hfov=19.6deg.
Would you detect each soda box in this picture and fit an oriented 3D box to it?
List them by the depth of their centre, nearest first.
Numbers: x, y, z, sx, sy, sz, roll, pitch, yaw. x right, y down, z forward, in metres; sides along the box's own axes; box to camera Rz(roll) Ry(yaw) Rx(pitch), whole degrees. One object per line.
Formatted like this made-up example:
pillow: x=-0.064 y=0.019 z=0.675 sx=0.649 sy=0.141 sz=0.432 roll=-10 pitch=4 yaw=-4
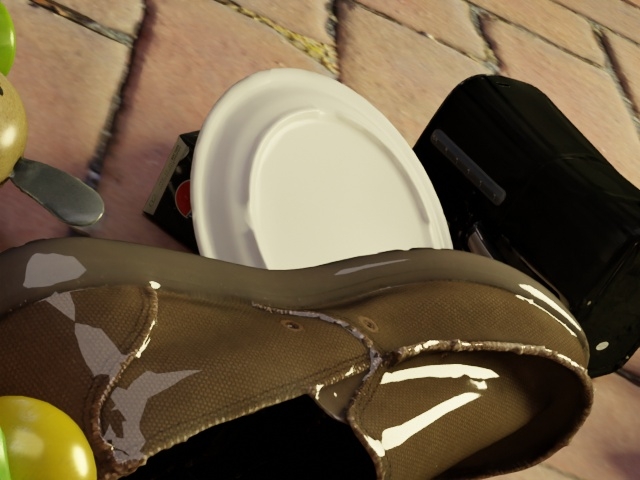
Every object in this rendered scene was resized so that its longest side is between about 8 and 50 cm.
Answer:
soda box: x=-0.034 y=-0.039 z=1.128 sx=0.053 sy=0.060 sz=0.169 roll=36 pitch=24 yaw=18

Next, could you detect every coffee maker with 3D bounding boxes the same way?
coffee maker: x=0.158 y=-0.027 z=1.187 sx=0.178 sy=0.171 sz=0.120 roll=50 pitch=3 yaw=35

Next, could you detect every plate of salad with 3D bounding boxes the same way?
plate of salad: x=0.000 y=0.000 z=1.033 sx=0.200 sy=0.048 sz=0.199 roll=20 pitch=59 yaw=-37

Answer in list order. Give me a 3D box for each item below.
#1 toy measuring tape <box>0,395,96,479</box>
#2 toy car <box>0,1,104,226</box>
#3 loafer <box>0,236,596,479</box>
toy measuring tape: x=-0.123 y=0.162 z=0.361 sx=0.121 sy=0.121 sz=0.330 roll=29 pitch=47 yaw=0
toy car: x=-0.192 y=-0.077 z=0.942 sx=0.155 sy=0.149 sz=0.188 roll=-10 pitch=56 yaw=-40
loafer: x=-0.005 y=0.089 z=0.841 sx=0.366 sy=0.134 sz=0.130 roll=2 pitch=45 yaw=-39
